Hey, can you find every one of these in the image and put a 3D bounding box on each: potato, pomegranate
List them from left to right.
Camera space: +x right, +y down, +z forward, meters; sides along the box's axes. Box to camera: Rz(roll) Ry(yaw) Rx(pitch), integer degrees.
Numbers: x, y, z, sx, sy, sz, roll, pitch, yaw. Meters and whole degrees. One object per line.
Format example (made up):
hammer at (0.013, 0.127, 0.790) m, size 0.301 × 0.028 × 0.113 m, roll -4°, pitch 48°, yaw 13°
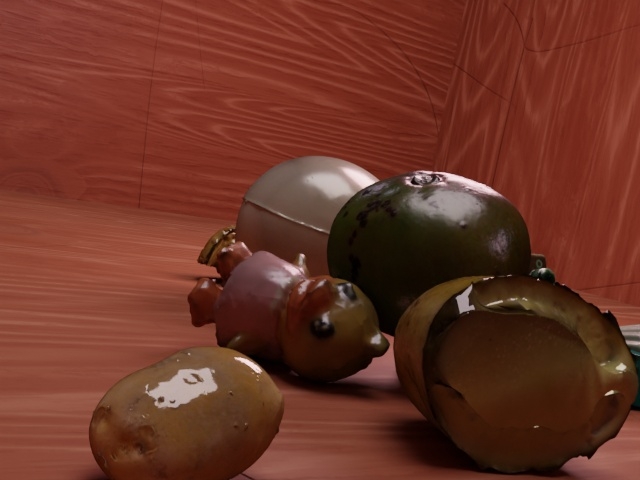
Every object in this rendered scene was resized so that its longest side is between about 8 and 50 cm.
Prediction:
potato at (-0.114, 0.154, 0.819) m, size 0.178 × 0.118 × 0.109 m, roll -13°, pitch -14°, yaw -47°
pomegranate at (0.142, 0.056, 1.395) m, size 0.291 × 0.323 × 0.291 m, roll 18°, pitch 14°, yaw -4°
potato at (0.201, 0.146, 1.127) m, size 0.285 × 0.242 × 0.242 m, roll 1°, pitch 8°, yaw -25°

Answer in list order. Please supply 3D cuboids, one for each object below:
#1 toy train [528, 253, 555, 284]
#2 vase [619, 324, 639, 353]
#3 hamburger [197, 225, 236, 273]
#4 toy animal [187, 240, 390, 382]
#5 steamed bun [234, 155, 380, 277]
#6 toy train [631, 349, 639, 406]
toy train at (0.311, 0.099, 1.883) m, size 0.159 × 0.129 × 0.326 m, roll 2°, pitch -11°, yaw -32°
vase at (0.567, 0.209, 1.736) m, size 0.128 × 0.128 × 0.248 m, roll 9°, pitch -4°, yaw -28°
hamburger at (-0.152, 0.033, 2.097) m, size 0.124 × 0.131 × 0.262 m, roll 14°, pitch 1°, yaw 35°
toy animal at (-0.033, 0.109, 1.316) m, size 0.281 × 0.195 × 0.169 m, roll 10°, pitch -37°, yaw 37°
steamed bun at (0.003, -0.006, 1.823) m, size 0.334 × 0.334 × 0.374 m, roll 12°, pitch 4°, yaw 11°
toy train at (0.472, 0.210, 1.597) m, size 0.154 × 0.107 × 0.198 m, roll 17°, pitch 2°, yaw -21°
